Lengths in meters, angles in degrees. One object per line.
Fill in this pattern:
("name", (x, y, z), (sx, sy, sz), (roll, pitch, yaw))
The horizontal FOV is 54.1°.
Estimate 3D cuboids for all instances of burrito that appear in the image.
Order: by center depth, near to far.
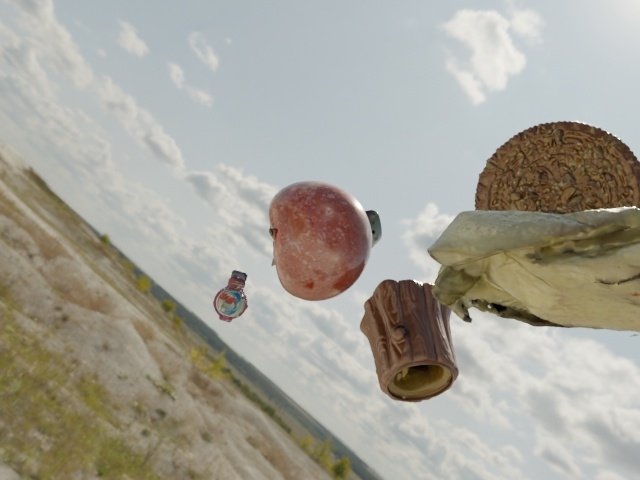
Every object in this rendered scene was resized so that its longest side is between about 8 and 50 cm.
("burrito", (0.311, 0.031, 0.803), (0.332, 0.135, 0.190), (3, -27, 21))

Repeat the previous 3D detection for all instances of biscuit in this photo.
("biscuit", (0.434, -0.073, 1.140), (0.305, 0.305, 0.038), (38, 7, 15))

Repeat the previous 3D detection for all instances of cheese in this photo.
("cheese", (-0.241, 0.154, 1.726), (0.095, 0.145, 0.038), (16, -16, -2))

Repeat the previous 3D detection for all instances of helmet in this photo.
("helmet", (0.097, -0.025, 1.936), (0.177, 0.107, 0.153), (15, -41, 18))

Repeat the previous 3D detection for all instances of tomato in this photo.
("tomato", (0.000, 0.000, 1.381), (0.270, 0.227, 0.270), (174, -90, -88))

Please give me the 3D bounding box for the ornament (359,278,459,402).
("ornament", (0.206, 0.229, 1.427), (0.221, 0.236, 0.217), (63, 14, -44))
